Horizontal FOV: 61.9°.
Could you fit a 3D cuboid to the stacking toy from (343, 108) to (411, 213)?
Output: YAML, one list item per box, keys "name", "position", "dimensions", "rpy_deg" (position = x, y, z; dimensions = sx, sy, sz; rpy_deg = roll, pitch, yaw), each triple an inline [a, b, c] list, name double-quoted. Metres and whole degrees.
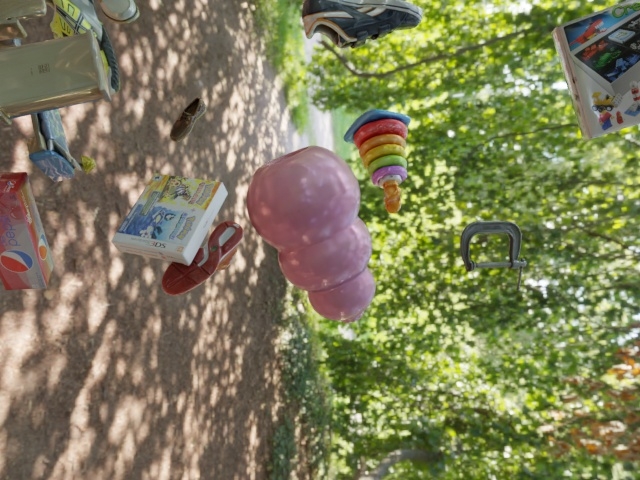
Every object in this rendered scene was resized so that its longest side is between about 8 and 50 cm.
- name: "stacking toy"
  position: [0.192, -0.216, 1.553]
  dimensions: [0.175, 0.166, 0.301]
  rpy_deg: [-38, -125, 51]

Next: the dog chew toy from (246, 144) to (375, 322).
- name: "dog chew toy"
  position: [0.000, 0.000, 0.980]
  dimensions: [0.206, 0.207, 0.332]
  rpy_deg: [-75, 143, -72]

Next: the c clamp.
- name: "c clamp"
  position: [0.333, 0.029, 1.023]
  dimensions: [0.022, 0.161, 0.137]
  rpy_deg: [-153, -111, -68]

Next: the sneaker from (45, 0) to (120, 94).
- name: "sneaker"
  position: [-0.733, -0.619, 1.639]
  dimensions: [0.384, 0.147, 0.145]
  rpy_deg: [65, -20, 0]

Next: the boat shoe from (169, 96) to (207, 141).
- name: "boat shoe"
  position: [-0.463, -0.421, 1.840]
  dimensions: [0.178, 0.064, 0.060]
  rpy_deg: [-56, 169, -13]

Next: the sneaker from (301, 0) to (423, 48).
- name: "sneaker"
  position: [0.108, -0.570, 1.413]
  dimensions: [0.126, 0.321, 0.127]
  rpy_deg: [-149, -116, -84]

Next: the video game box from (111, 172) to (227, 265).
- name: "video game box"
  position: [-0.332, -0.053, 1.184]
  dimensions: [0.048, 0.187, 0.205]
  rpy_deg: [76, 29, -54]

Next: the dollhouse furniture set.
- name: "dollhouse furniture set"
  position: [-0.540, -0.319, 1.139]
  dimensions: [0.303, 0.198, 0.286]
  rpy_deg: [111, -37, -73]

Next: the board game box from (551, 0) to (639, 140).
- name: "board game box"
  position: [0.554, -0.300, 0.849]
  dimensions: [0.053, 0.305, 0.193]
  rpy_deg: [-30, 103, -76]

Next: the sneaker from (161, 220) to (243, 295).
- name: "sneaker"
  position: [-0.257, 0.064, 1.207]
  dimensions: [0.087, 0.221, 0.128]
  rpy_deg: [42, -27, 15]

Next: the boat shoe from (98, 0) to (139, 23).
- name: "boat shoe"
  position: [-0.715, -0.844, 1.799]
  dimensions: [0.302, 0.113, 0.103]
  rpy_deg: [50, -13, 26]

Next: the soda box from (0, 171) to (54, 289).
- name: "soda box"
  position: [-0.654, -0.015, 1.147]
  dimensions: [0.083, 0.092, 0.263]
  rpy_deg: [-105, -164, -50]
